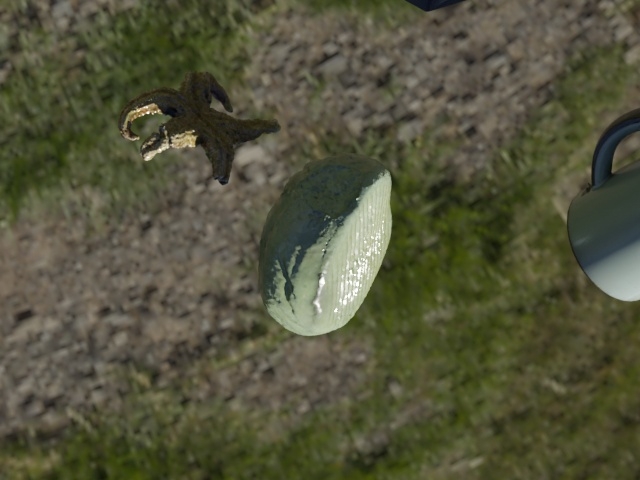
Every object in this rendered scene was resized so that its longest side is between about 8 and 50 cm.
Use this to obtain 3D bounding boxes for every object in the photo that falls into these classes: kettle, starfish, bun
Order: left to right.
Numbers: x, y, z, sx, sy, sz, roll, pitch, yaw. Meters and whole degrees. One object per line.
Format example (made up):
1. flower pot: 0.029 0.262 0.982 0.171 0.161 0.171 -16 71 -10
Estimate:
1. starfish: -0.124 -0.130 1.759 0.210 0.150 0.053 2 151 -42
2. bun: 0.000 0.002 1.808 0.221 0.108 0.221 -53 157 -34
3. kettle: 0.428 -0.060 2.011 0.236 0.221 0.161 -33 -172 48

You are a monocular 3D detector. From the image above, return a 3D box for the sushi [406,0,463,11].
1. sushi: 0.113 -0.344 1.402 0.227 0.215 0.212 -22 133 -34
